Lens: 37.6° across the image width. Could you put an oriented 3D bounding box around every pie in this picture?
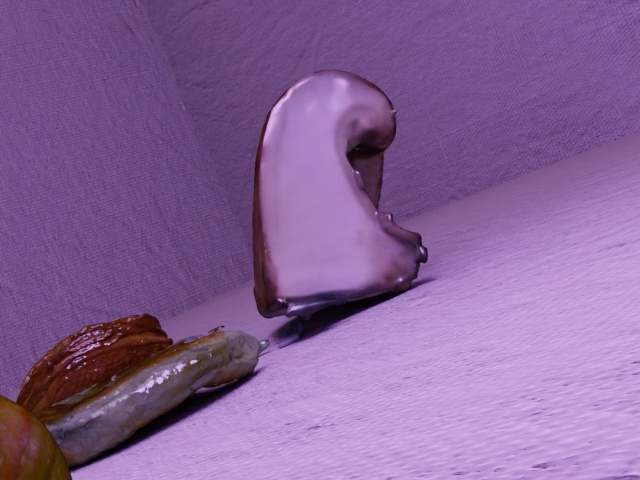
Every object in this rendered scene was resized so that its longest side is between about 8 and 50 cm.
[{"bbox_3d":[-0.210,0.174,1.057,0.302,0.067,0.302,-24,2,1],"label":"pie"}]

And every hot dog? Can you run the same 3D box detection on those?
[{"bbox_3d":[-0.385,0.208,1.576,0.272,0.122,0.196,-22,2,-23],"label":"hot dog"}]

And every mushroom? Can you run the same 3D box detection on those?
[{"bbox_3d":[-0.011,-0.038,1.374,0.224,0.313,0.397,-11,-7,-9],"label":"mushroom"}]

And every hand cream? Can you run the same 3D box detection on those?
[{"bbox_3d":[-0.037,0.121,1.240,0.030,0.019,0.093,-25,3,9],"label":"hand cream"}]

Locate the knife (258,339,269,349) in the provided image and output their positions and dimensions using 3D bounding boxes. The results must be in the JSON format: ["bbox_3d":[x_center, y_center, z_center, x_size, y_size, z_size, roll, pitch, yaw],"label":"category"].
[{"bbox_3d":[-0.199,0.191,1.225,0.293,0.020,0.043,-24,3,3],"label":"knife"}]

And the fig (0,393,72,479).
[{"bbox_3d":[-0.183,0.154,0.462,0.142,0.148,0.186,-8,31,-33],"label":"fig"}]
